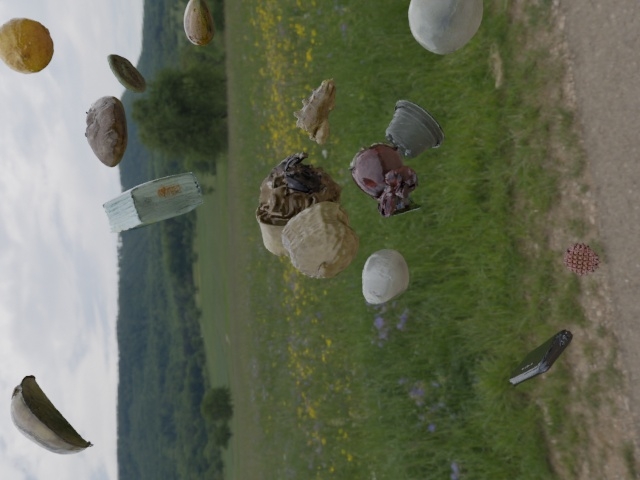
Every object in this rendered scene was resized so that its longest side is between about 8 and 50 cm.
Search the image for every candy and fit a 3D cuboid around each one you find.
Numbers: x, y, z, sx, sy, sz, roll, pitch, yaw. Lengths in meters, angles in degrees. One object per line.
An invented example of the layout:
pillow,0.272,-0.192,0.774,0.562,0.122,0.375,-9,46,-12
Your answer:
candy,0.458,-0.835,2.015,0.185,0.296,0.295,-60,-27,-62

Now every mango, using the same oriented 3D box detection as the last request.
mango,-0.374,-0.679,1.696,0.111,0.090,0.163,50,151,32

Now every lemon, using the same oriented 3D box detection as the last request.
lemon,-0.793,-0.528,1.480,0.187,0.143,0.142,-103,13,-48

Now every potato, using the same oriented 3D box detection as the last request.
potato,-0.692,0.449,1.333,0.261,0.100,0.120,39,178,21

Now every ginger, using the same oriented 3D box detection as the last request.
ginger,-0.013,-0.407,1.715,0.115,0.081,0.205,24,108,39

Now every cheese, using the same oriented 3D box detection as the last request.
cheese,0.234,0.125,1.959,0.198,0.155,0.188,-12,-86,-58

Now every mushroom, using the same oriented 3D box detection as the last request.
mushroom,-0.796,-0.434,2.106,0.151,0.156,0.285,-17,79,39

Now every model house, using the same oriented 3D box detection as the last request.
model house,0.258,-0.153,1.854,0.167,0.117,0.088,-104,-2,-72

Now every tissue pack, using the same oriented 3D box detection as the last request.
tissue pack,-0.694,-0.151,2.252,0.388,0.288,0.162,-9,103,53

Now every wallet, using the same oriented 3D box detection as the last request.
wallet,0.632,0.345,1.590,0.044,0.149,0.250,41,159,14

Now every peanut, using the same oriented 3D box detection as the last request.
peanut,0.000,0.000,1.451,0.110,0.197,0.233,60,-175,-41

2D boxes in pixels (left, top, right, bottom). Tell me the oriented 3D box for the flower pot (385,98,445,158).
flower pot,0.332,-0.396,2.038,0.235,0.140,0.235,43,177,3

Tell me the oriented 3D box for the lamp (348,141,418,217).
lamp,0.182,-0.193,1.547,0.223,0.151,0.215,44,159,13

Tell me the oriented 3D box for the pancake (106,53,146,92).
pancake,-0.428,-0.369,1.214,0.108,0.017,0.108,48,-161,-23

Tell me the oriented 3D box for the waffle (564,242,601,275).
waffle,0.645,0.048,1.358,0.083,0.029,0.075,44,124,13

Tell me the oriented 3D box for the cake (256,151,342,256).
cake,-0.085,-0.147,1.971,0.332,0.333,0.320,-113,10,-61
